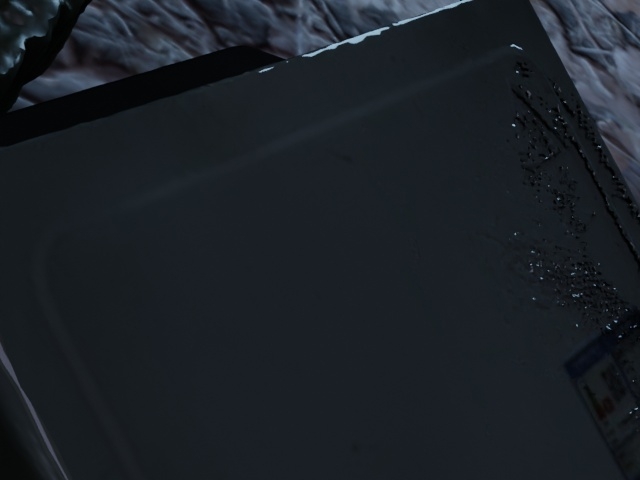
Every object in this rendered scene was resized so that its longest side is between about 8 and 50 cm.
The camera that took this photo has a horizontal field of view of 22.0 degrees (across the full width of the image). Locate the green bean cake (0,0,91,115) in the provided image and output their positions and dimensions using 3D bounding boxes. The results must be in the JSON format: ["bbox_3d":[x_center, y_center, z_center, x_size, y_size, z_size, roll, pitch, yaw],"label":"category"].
[{"bbox_3d":[-0.194,-0.108,0.638,0.183,0.094,0.185,35,35,-7],"label":"green bean cake"}]

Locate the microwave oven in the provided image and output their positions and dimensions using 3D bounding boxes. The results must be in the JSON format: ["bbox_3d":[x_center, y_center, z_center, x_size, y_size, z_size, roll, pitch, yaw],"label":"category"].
[{"bbox_3d":[-0.022,0.072,0.492,0.295,0.181,0.237,-27,88,-54],"label":"microwave oven"}]
